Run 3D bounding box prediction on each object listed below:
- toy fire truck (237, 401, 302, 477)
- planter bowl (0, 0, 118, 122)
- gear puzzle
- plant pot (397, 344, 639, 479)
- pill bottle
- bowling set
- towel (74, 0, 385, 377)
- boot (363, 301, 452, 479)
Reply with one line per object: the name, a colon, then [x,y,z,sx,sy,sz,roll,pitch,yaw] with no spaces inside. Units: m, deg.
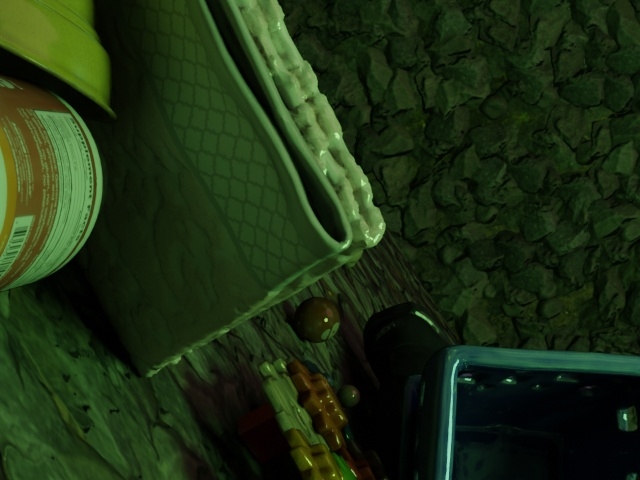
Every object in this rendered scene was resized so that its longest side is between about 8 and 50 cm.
toy fire truck: [0.004,0.237,1.088,0.192,0.047,0.135,56,7,-29]
planter bowl: [-0.199,-0.153,0.744,0.217,0.090,0.217,23,-5,2]
gear puzzle: [0.014,0.165,1.038,0.175,0.044,0.339,61,4,6]
plant pot: [0.182,0.223,1.147,0.212,0.236,0.236,137,-42,-75]
pill bottle: [-0.186,-0.030,0.677,0.121,0.121,0.216,59,8,0]
bowling set: [0.000,0.000,1.492,0.200,0.154,0.287,57,10,-12]
towel: [-0.122,-0.093,0.838,0.317,0.053,0.331,-31,-96,55]
boot: [0.185,0.295,1.564,0.367,0.146,0.445,49,9,-14]
